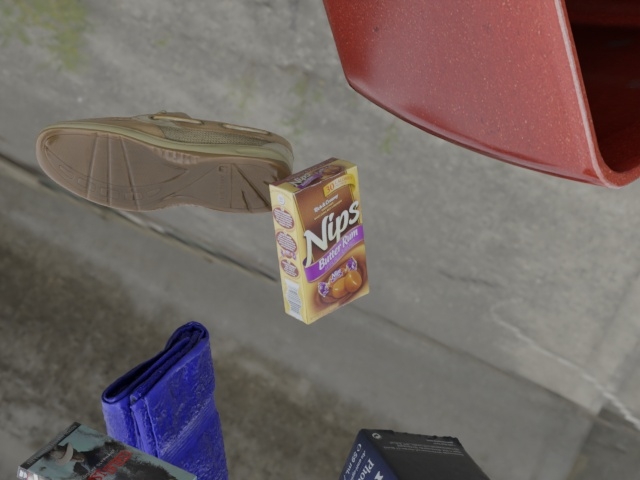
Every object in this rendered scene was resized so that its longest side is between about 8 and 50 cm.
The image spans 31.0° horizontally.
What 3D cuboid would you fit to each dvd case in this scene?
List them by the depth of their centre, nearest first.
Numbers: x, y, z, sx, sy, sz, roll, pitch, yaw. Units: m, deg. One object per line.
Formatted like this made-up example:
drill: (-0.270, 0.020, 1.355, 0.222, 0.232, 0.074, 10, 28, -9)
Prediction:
dvd case: (-0.171, 0.192, 0.934, 0.119, 0.013, 0.087, 20, -158, 14)

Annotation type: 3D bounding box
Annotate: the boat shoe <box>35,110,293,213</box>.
boat shoe: (-0.206, -0.112, 1.551, 0.341, 0.110, 0.121, 9, 128, -5)

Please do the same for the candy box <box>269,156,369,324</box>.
candy box: (0.000, 0.000, 1.467, 0.053, 0.109, 0.186, 22, 128, 46)

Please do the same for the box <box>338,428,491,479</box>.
box: (0.129, 0.454, 1.529, 0.183, 0.296, 0.294, 11, -161, -30)

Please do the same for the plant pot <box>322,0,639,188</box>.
plant pot: (0.128, -0.201, 0.664, 0.236, 0.267, 0.267, 6, 118, 55)

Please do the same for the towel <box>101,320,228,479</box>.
towel: (-0.207, 0.299, 1.665, 0.076, 0.227, 0.308, 11, 120, 28)
